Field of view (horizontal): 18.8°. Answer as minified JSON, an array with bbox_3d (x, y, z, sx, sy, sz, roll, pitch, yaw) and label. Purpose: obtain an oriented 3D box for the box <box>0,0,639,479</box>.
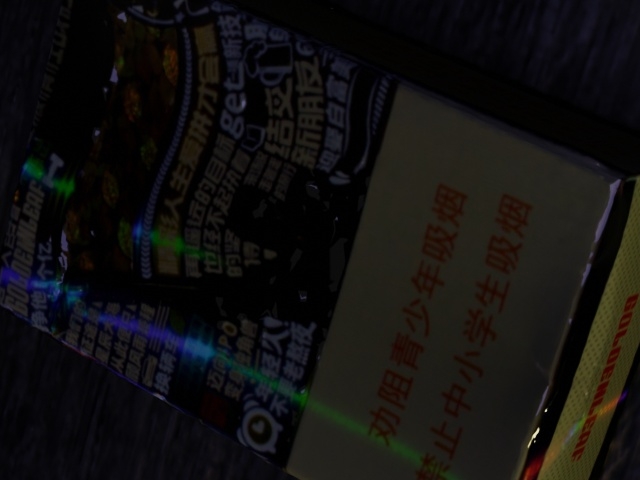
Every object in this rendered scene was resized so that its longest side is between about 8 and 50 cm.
[{"bbox_3d":[0.000,0.000,0.893,0.310,0.084,0.198,27,112,29],"label":"box"}]
